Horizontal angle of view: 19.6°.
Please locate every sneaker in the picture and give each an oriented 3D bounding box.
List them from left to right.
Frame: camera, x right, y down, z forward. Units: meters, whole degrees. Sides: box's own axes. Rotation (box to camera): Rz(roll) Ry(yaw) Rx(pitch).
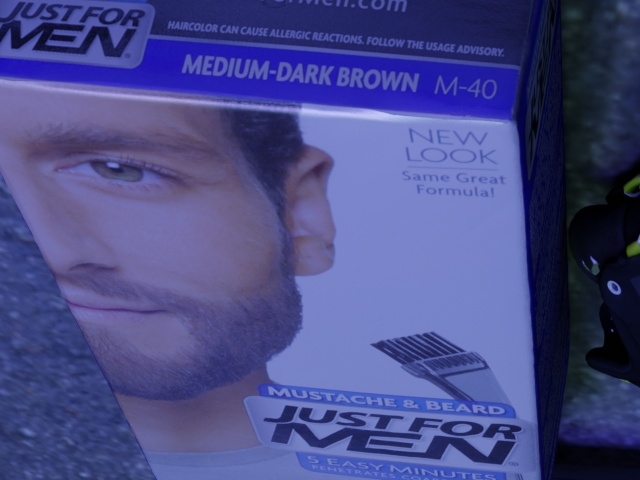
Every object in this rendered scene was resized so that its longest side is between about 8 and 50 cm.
[{"bbox_3d":[0.143,0.006,0.716,0.097,0.084,0.235,12,147,11],"label":"sneaker"}]

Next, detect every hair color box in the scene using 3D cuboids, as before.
[{"bbox_3d":[0.000,0.000,0.725,0.185,0.110,0.339,6,149,12],"label":"hair color box"}]

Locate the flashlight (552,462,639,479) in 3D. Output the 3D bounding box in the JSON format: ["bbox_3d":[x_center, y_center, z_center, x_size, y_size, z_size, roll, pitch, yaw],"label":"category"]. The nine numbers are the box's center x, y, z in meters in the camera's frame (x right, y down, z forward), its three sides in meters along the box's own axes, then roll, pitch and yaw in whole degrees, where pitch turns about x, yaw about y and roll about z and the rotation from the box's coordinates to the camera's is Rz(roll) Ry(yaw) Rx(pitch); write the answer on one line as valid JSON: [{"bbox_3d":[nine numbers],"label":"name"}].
[{"bbox_3d":[0.147,0.159,0.932,0.304,0.103,0.103,2,171,20],"label":"flashlight"}]
